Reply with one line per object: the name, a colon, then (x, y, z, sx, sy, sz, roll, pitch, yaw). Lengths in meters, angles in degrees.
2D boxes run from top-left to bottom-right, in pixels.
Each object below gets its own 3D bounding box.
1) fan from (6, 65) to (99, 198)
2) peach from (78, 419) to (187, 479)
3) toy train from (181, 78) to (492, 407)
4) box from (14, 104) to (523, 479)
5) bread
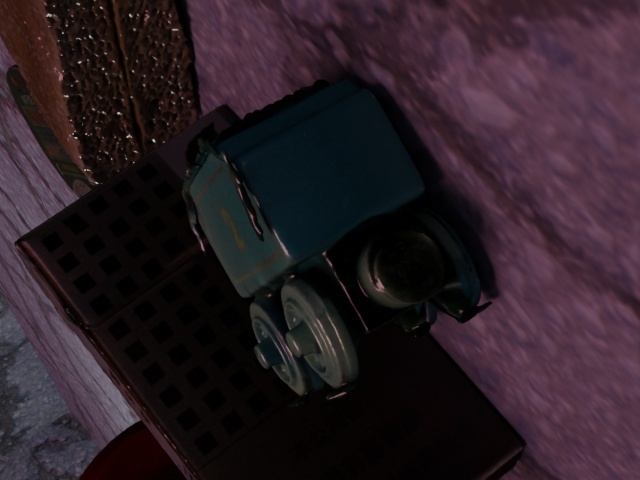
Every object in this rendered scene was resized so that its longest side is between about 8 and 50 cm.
fan: (-0.283, -0.088, 1.561, 0.294, 0.012, 0.223, 52, 162, 10)
peach: (-0.045, 0.293, 1.034, 0.388, 0.388, 0.388, 49, 162, 21)
toy train: (0.000, 0.000, 0.779, 0.163, 0.112, 0.203, 61, 163, 2)
box: (-0.040, 0.073, 0.895, 0.325, 0.180, 0.047, 49, 163, 20)
bread: (-0.181, -0.183, 0.932, 0.183, 0.102, 0.337, 48, 161, 21)
